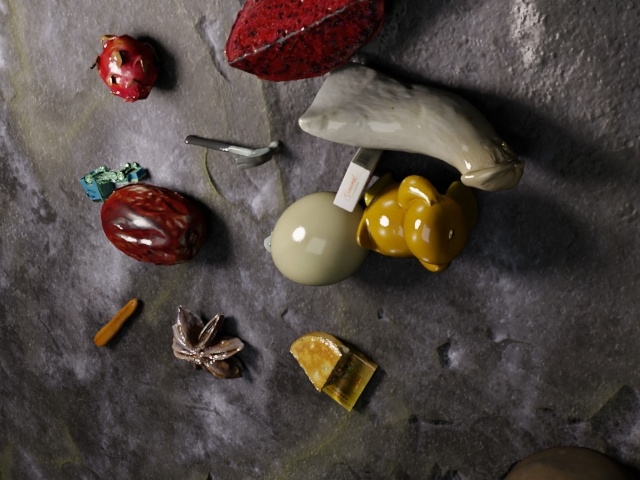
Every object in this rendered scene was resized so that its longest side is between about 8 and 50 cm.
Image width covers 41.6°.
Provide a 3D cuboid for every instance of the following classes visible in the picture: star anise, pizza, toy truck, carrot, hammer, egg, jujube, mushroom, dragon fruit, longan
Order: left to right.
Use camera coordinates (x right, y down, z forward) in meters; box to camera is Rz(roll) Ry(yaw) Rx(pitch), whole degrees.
[{"bbox_3d":[-0.491,-0.138,2.032,0.175,0.067,0.081,-4,117,31],"label":"toy truck"},{"bbox_3d":[-0.548,0.222,2.273,0.043,0.043,0.248,49,129,2],"label":"carrot"},{"bbox_3d":[-0.415,-0.379,1.815,0.133,0.136,0.166,-37,62,11],"label":"dragon fruit"},{"bbox_3d":[-0.392,-0.034,1.947,0.243,0.183,0.183,21,124,24],"label":"jujube"},{"bbox_3d":[-0.289,0.256,2.094,0.236,0.093,0.229,-13,112,41],"label":"star anise"},{"bbox_3d":[-0.206,-0.196,1.800,0.246,0.103,0.029,15,128,35],"label":"hammer"},{"bbox_3d":[-0.008,-0.415,1.523,0.317,0.152,0.205,-19,61,24],"label":"dragon fruit"},{"bbox_3d":[0.000,0.000,1.698,0.186,0.186,0.242,54,138,-3],"label":"egg"},{"bbox_3d":[0.002,0.271,1.914,0.175,0.046,0.134,11,105,45],"label":"pizza"},{"bbox_3d":[0.176,-0.196,1.489,0.397,0.177,0.126,18,145,22],"label":"mushroom"},{"bbox_3d":[0.493,0.529,1.621,0.300,0.243,0.300,30,151,19],"label":"longan"}]

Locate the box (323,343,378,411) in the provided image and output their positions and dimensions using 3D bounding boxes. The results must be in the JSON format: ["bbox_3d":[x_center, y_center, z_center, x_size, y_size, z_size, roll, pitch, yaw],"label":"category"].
[{"bbox_3d":[0.066,0.315,1.928,0.089,0.022,0.156,36,129,12],"label":"box"}]

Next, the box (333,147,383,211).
[{"bbox_3d":[0.080,-0.135,1.592,0.048,0.152,0.100,26,127,1],"label":"box"}]

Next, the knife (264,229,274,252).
[{"bbox_3d":[-0.073,-0.026,1.837,0.044,0.023,0.162,50,130,-2],"label":"knife"}]

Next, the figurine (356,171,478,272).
[{"bbox_3d":[0.178,-0.031,1.555,0.228,0.215,0.215,-6,111,38],"label":"figurine"}]
